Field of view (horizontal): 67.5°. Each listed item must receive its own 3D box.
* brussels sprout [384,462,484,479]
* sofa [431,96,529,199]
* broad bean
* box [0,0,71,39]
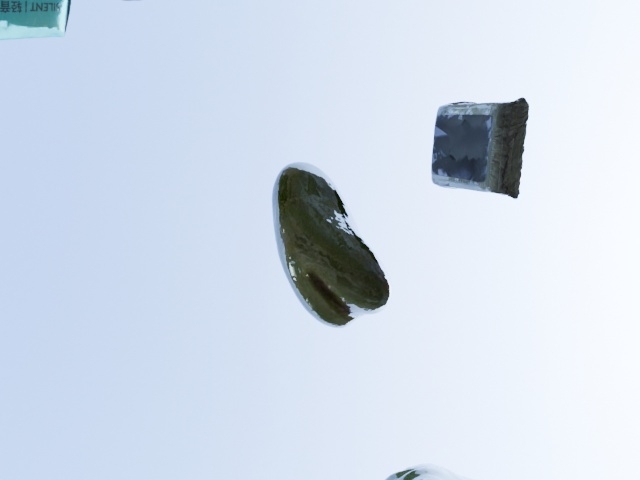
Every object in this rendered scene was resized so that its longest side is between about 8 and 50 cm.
[{"bbox_3d":[0.078,0.255,0.299,0.210,0.271,0.219,28,-82,2],"label":"brussels sprout"},{"bbox_3d":[0.378,-0.207,1.071,0.176,0.225,0.210,-6,-77,-31],"label":"sofa"},{"bbox_3d":[0.000,0.000,0.705,0.121,0.263,0.189,-38,-32,22],"label":"broad bean"},{"bbox_3d":[-0.573,-0.393,0.719,0.205,0.311,0.118,32,-57,7],"label":"box"}]
